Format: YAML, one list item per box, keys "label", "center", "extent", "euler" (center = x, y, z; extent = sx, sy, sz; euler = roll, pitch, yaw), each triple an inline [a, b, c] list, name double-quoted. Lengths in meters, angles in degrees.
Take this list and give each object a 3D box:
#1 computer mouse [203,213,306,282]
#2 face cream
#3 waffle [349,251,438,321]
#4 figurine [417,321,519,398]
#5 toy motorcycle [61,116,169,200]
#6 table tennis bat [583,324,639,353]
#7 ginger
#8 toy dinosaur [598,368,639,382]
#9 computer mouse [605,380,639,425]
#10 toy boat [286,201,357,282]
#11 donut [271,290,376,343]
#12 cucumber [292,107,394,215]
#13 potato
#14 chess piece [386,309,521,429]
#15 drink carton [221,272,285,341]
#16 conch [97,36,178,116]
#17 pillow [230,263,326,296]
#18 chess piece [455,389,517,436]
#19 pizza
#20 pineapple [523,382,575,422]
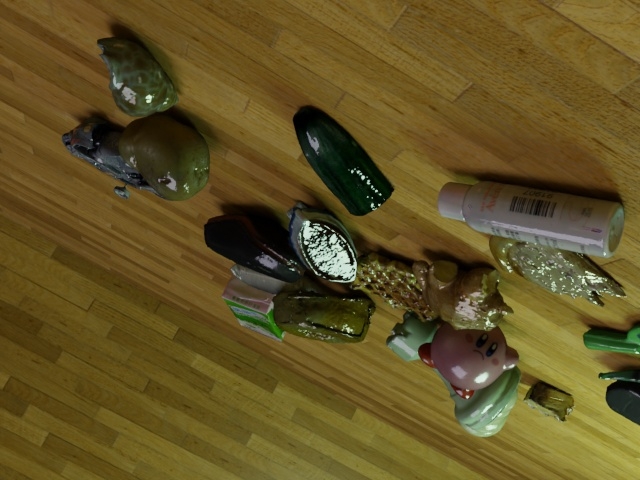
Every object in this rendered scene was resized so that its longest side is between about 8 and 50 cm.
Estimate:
- label: "computer mouse"
  center: [-0.147, 0.009, 1.828]
  extent: [0.183, 0.116, 0.323]
  euler: [40, 165, -37]
- label: "face cream"
  center: [0.297, -0.039, 1.148]
  extent: [0.269, 0.082, 0.082]
  euler: [14, 157, 34]
- label: "waffle"
  center: [0.183, 0.103, 1.726]
  extent: [0.254, 0.052, 0.245]
  euler: [25, 160, 3]
- label: "figurine"
  center: [0.329, 0.243, 1.723]
  extent: [0.173, 0.173, 0.173]
  euler: [24, 161, 9]
- label: "toy motorcycle"
  center: [-0.445, -0.184, 1.748]
  extent: [0.307, 0.108, 0.173]
  euler: [24, 156, 3]
- label: "table tennis bat"
  center: [0.596, 0.191, 1.418]
  extent: [0.257, 0.039, 0.160]
  euler: [1, 146, 48]
- label: "ginger"
  center: [0.281, 0.107, 1.525]
  extent: [0.216, 0.102, 0.157]
  euler: [16, 135, 37]
- label: "toy dinosaur"
  center: [0.687, 0.283, 1.475]
  extent: [0.292, 0.079, 0.120]
  euler: [2, 143, 47]
- label: "computer mouse"
  center: [0.715, 0.347, 1.585]
  extent: [0.270, 0.086, 0.137]
  euler: [30, 154, 19]
- label: "toy boat"
  center: [0.000, 0.000, 1.632]
  extent: [0.262, 0.114, 0.115]
  euler: [51, -178, -41]
- label: "donut"
  center: [0.002, 0.203, 2.020]
  extent: [0.272, 0.107, 0.272]
  euler: [5, 163, 2]
- label: "cucumber"
  center: [0.023, -0.128, 1.322]
  extent: [0.115, 0.063, 0.244]
  euler: [9, 152, 42]
- label: "potato"
  center: [-0.307, -0.167, 1.534]
  extent: [0.194, 0.157, 0.157]
  euler: [23, 161, 18]
- label: "chess piece"
  center: [0.307, 0.292, 1.882]
  extent: [0.299, 0.194, 0.194]
  euler: [37, 161, -1]
- label: "drink carton"
  center: [-0.187, 0.197, 2.390]
  extent: [0.161, 0.108, 0.271]
  euler: [19, 159, 16]
- label: "conch"
  center: [-0.312, -0.275, 1.333]
  extent: [0.116, 0.106, 0.173]
  euler: [39, 159, 57]
- label: "pillow"
  center: [-0.108, 0.109, 2.100]
  extent: [0.254, 0.078, 0.144]
  euler: [13, 168, 37]
- label: "chess piece"
  center: [0.453, 0.431, 2.108]
  extent: [0.144, 0.144, 0.251]
  euler: [24, 156, 11]
- label: "pizza"
  center: [0.392, 0.050, 1.324]
  extent: [0.262, 0.034, 0.181]
  euler: [33, 160, -16]
- label: "pineapple"
  center: [0.559, 0.401, 1.970]
  extent: [0.116, 0.069, 0.137]
  euler: [39, 160, -33]
